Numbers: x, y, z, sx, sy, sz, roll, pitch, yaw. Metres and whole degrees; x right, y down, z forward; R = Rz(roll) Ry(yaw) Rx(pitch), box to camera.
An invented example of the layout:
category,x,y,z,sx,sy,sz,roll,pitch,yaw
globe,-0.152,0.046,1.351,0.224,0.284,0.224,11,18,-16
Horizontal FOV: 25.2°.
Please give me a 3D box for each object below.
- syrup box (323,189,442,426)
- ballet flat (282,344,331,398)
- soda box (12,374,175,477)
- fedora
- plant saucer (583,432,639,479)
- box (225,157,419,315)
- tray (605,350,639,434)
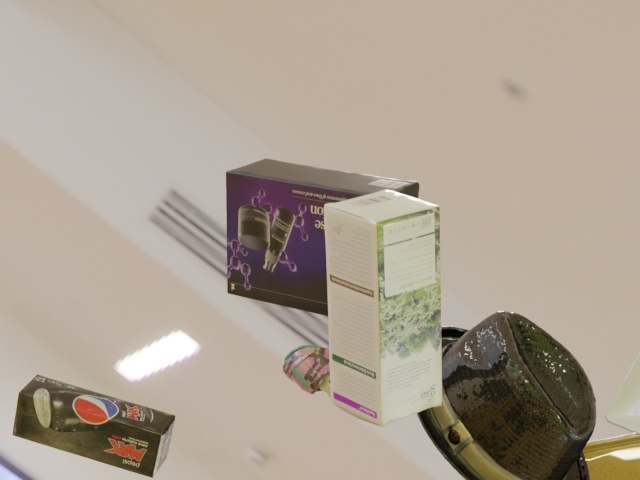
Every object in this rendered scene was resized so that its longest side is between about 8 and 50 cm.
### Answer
category,x,y,z,sx,sy,sz,roll,pitch,yaw
syrup box,0.069,0.074,1.567,0.096,0.093,0.237,20,-62,49
ballet flat,0.041,0.175,1.830,0.221,0.077,0.079,6,46,-51
soda box,-0.250,0.204,1.580,0.168,0.060,0.053,15,20,6
fedora,0.285,0.220,2.036,0.334,0.334,0.152,37,-56,-3
plant saucer,0.457,0.398,2.112,0.332,0.333,0.081,-14,-56,22
box,0.000,0.000,1.969,0.261,0.103,0.184,10,-69,34
tray,0.499,0.149,1.924,0.030,0.270,0.145,34,-8,-33
